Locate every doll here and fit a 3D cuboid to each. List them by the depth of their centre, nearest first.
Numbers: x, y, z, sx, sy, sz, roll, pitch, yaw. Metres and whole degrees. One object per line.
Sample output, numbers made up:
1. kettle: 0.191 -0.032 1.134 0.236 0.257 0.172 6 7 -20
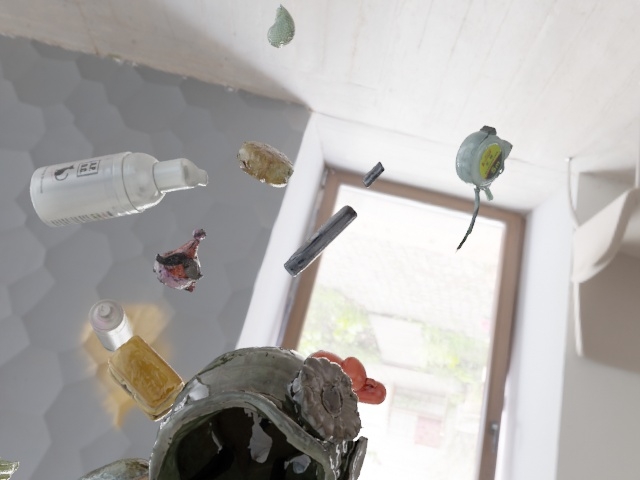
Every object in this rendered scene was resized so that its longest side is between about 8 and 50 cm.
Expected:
1. doll: 0.015 0.336 1.465 0.290 0.130 0.161 2 131 17

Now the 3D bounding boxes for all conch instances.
1. conch: -0.079 -0.448 1.284 0.056 0.076 0.085 18 125 -18

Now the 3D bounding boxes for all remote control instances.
1. remote control: 0.164 -0.207 1.916 0.014 0.039 0.096 -5 149 -44

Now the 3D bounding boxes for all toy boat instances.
1. toy boat: -0.953 0.629 1.679 0.111 0.084 0.276 15 159 12

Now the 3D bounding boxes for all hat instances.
1. hat: -0.379 0.049 1.739 0.140 0.129 0.227 41 126 -3

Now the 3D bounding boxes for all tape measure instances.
1. tape measure: 0.378 -0.136 1.579 0.164 0.330 0.084 30 178 -37

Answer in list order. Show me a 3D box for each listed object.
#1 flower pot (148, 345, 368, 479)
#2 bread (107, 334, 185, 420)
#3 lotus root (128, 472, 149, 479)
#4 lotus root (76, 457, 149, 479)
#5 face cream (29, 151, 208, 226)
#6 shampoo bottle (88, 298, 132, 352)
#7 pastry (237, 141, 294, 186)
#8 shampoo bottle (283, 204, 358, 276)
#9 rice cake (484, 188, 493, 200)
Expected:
1. flower pot: -0.077 0.300 0.876 0.301 0.302 0.213 13 -164 5
2. bread: -0.426 0.334 1.489 0.200 0.116 0.077 42 154 13
3. lotus root: -0.280 0.482 1.038 0.141 0.170 0.314 -25 156 37
4. lotus root: -0.483 0.607 1.407 0.349 0.175 0.175 -30 144 6
5. face cream: -0.450 -0.130 1.389 0.369 0.146 0.145 -11 152 6
6. shampoo bottle: -0.563 0.227 1.636 0.092 0.092 0.303 17 156 -5
7. pastry: -0.139 -0.193 1.535 0.153 0.081 0.153 34 -164 -11
8. shampoo bottle: 0.000 0.000 1.578 0.049 0.233 0.087 48 162 -5
9. rice cake: 0.458 -0.167 1.725 0.021 0.121 0.022 -21 162 2
